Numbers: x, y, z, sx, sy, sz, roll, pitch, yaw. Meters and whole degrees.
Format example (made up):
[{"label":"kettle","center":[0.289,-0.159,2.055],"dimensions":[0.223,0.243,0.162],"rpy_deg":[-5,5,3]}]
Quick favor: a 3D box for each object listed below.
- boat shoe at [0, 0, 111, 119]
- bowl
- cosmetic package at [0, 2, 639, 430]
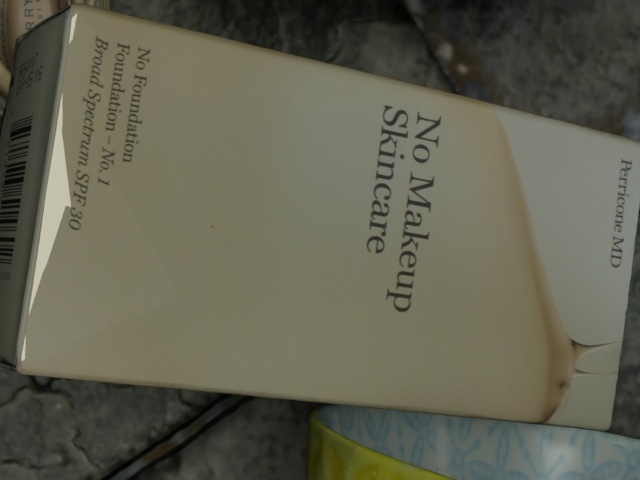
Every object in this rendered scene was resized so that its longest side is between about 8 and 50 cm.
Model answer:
[{"label":"boat shoe","center":[-0.163,-0.213,0.636],"dimensions":[0.109,0.098,0.302],"rpy_deg":[-6,88,-9]},{"label":"bowl","center":[0.123,0.182,0.570],"dimensions":[0.289,0.289,0.156],"rpy_deg":[10,91,-8]},{"label":"cosmetic package","center":[0.000,0.000,0.598],"dimensions":[0.309,0.113,0.160],"rpy_deg":[8,87,-26]}]
